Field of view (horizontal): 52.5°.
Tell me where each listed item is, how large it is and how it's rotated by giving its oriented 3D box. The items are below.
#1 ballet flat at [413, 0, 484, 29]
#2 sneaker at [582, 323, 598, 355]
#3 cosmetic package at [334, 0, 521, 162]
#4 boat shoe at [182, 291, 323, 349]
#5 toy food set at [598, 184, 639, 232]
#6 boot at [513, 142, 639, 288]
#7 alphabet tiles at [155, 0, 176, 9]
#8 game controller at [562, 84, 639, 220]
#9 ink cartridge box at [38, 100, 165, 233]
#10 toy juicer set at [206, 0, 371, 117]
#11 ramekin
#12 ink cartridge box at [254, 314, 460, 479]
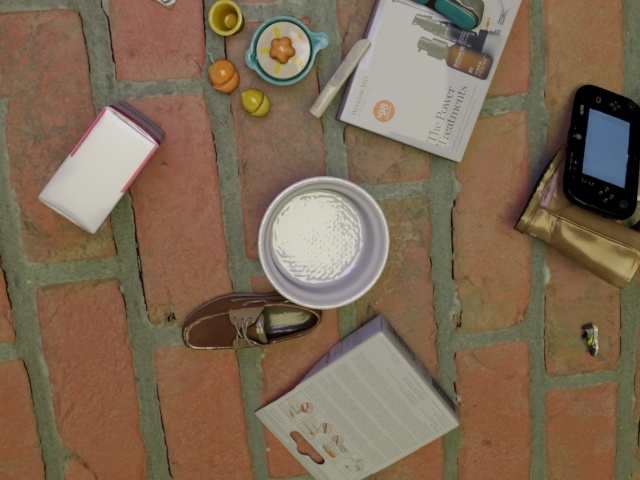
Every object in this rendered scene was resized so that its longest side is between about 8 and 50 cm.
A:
[{"bbox_3d":[0.231,-0.495,1.288,0.213,0.072,0.068,28,69,-11],"label":"ballet flat"},{"bbox_3d":[0.664,0.245,1.602,0.035,0.031,0.083,-4,98,7],"label":"sneaker"},{"bbox_3d":[0.226,-0.390,1.382,0.284,0.097,0.378,18,99,-8],"label":"cosmetic package"},{"bbox_3d":[-0.149,0.179,1.436,0.324,0.116,0.123,-14,103,-4],"label":"boat shoe"},{"bbox_3d":[0.708,-0.039,1.531,0.111,0.104,0.233,-1,84,6],"label":"toy food set"},{"bbox_3d":[0.603,-0.057,1.454,0.269,0.089,0.236,28,95,9],"label":"boot"},{"bbox_3d":[-0.364,-0.613,1.304,0.237,0.009,0.198,27,97,-11],"label":"alphabet tiles"},{"bbox_3d":[0.616,-0.197,1.416,0.166,0.067,0.319,23,64,-12],"label":"game controller"},{"bbox_3d":[-0.406,-0.153,1.252,0.117,0.283,0.207,36,95,-16],"label":"ink cartridge box"},{"bbox_3d":[-0.083,-0.346,1.317,0.328,0.089,0.209,16,102,4],"label":"toy juicer set"},{"bbox_3d":[0.000,0.000,1.399,0.277,0.135,0.278,-1,96,-8],"label":"ramekin"},{"bbox_3d":[0.086,0.402,1.549,0.385,0.091,0.308,-35,105,18],"label":"ink cartridge box"}]
